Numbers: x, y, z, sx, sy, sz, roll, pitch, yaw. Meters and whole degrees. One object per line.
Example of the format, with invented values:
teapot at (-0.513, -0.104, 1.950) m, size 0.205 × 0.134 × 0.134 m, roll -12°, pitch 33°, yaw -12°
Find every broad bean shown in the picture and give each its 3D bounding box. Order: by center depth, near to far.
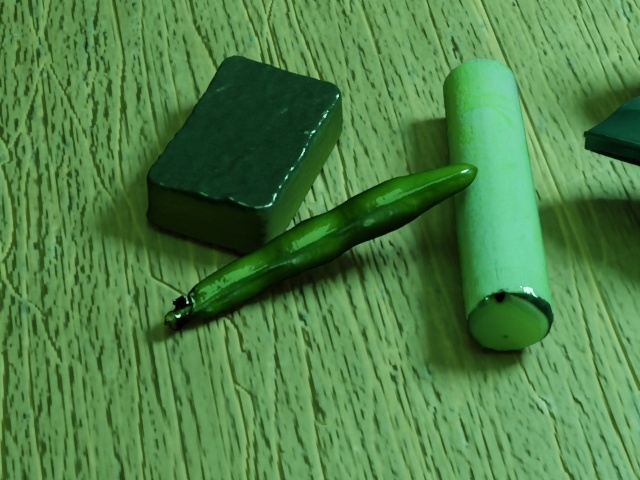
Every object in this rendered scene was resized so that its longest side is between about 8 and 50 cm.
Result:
broad bean at (0.000, 0.000, 1.486) m, size 0.297 × 0.060 × 0.043 m, roll -27°, pitch 92°, yaw -6°

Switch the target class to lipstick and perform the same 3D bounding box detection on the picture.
lipstick at (0.150, -0.036, 1.530) m, size 0.076 × 0.076 × 0.304 m, roll 0°, pitch 46°, yaw -2°

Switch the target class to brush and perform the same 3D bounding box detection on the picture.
brush at (-0.066, -0.079, 1.573) m, size 0.123 × 0.059 × 0.197 m, roll 15°, pitch 47°, yaw 14°

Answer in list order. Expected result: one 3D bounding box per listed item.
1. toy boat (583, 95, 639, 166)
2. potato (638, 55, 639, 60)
toy boat at (0.368, -0.049, 1.511) m, size 0.296 × 0.114 × 0.122 m, roll 15°, pitch 90°, yaw 11°
potato at (0.386, -0.116, 1.629) m, size 0.261 × 0.100 × 0.120 m, roll 44°, pitch 99°, yaw 15°
